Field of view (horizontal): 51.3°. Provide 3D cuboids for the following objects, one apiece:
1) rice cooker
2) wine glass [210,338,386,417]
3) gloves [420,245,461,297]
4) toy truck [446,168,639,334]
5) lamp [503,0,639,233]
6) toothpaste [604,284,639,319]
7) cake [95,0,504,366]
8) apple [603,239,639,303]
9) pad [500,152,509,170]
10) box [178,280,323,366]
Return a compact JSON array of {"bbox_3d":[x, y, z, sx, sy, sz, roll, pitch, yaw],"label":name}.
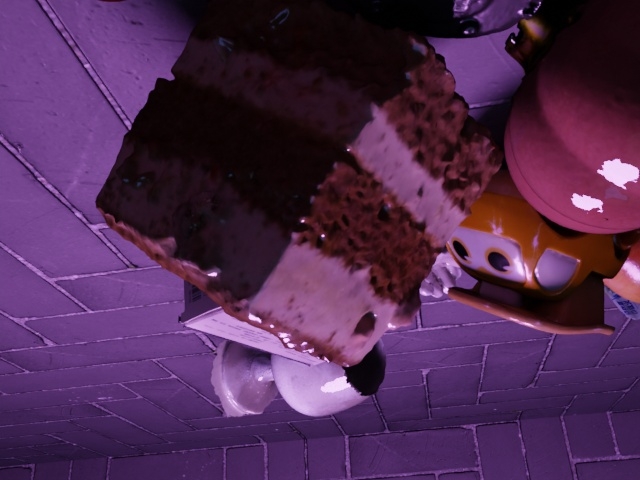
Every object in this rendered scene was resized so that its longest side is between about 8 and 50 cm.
[{"bbox_3d":[0.107,-0.247,0.565,0.203,0.118,0.142,2,152,-4],"label":"rice cooker"},{"bbox_3d":[-0.038,0.262,1.412,0.323,0.237,0.238,-20,148,35],"label":"wine glass"},{"bbox_3d":[0.174,0.028,1.127,0.119,0.097,0.229,-17,145,33],"label":"gloves"},{"bbox_3d":[0.293,0.005,0.902,0.288,0.211,0.204,14,-178,-35],"label":"toy truck"},{"bbox_3d":[0.298,-0.154,0.633,0.305,0.240,0.305,-46,170,-10],"label":"lamp"},{"bbox_3d":[0.623,0.103,1.382,0.075,0.048,0.297,-19,146,28],"label":"toothpaste"},{"bbox_3d":[-0.018,-0.059,0.662,0.256,0.290,0.282,29,176,35],"label":"cake"},{"bbox_3d":[0.528,0.018,1.076,0.199,0.199,0.199,-3,152,-1],"label":"apple"},{"bbox_3d":[0.356,-0.092,1.015,0.164,0.004,0.243,-25,145,35],"label":"pad"},{"bbox_3d":[-0.071,0.083,1.119,0.145,0.173,0.333,-25,146,32],"label":"box"}]
